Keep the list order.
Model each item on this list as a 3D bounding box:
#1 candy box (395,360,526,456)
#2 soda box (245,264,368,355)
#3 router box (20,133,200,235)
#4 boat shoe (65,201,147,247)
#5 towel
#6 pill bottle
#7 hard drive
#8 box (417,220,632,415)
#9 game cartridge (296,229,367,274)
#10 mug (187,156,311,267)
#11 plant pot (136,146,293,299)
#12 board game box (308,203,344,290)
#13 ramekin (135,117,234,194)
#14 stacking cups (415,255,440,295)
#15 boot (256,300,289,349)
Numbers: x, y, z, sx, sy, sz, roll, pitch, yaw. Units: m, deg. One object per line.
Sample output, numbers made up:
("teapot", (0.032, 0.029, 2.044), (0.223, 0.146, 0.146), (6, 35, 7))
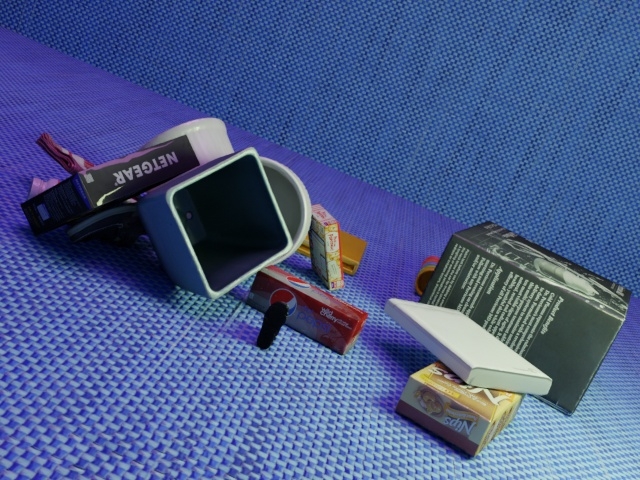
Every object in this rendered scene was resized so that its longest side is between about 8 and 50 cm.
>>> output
("candy box", (0.306, 0.333, 1.664), (0.183, 0.088, 0.316), (27, 14, 24))
("soda box", (-0.031, 0.153, 1.792), (0.263, 0.092, 0.083), (26, 14, 14))
("router box", (-0.453, -0.122, 1.716), (0.243, 0.081, 0.309), (-18, 9, 40))
("boat shoe", (-0.449, -0.031, 1.813), (0.285, 0.103, 0.092), (-22, 90, -55))
("towel", (-0.541, -0.149, 1.999), (0.237, 0.037, 0.329), (35, 0, 44))
("pill bottle", (-0.593, -0.093, 1.833), (0.160, 0.087, 0.087), (15, 16, -25))
("hard drive", (0.326, 0.235, 1.799), (0.233, 0.047, 0.353), (13, 14, -29))
("box", (0.565, 0.186, 2.183), (0.471, 0.297, 0.480), (30, 16, 18))
("game cartridge", (0.000, 0.000, 2.475), (0.285, 0.053, 0.324), (24, 12, 3))
("mug", (-0.206, -0.075, 2.047), (0.374, 0.276, 0.328), (2, 3, 4))
("plant pot", (-0.261, -0.040, 1.739), (0.247, 0.248, 0.252), (-33, 21, -35))
("board game box", (0.011, 0.017, 2.142), (0.045, 0.194, 0.147), (-14, 28, -17))
("ramekin", (-0.351, -0.195, 2.092), (0.135, 0.277, 0.277), (62, 24, 8))
("stacking cups", (0.352, 0.105, 2.543), (0.096, 0.096, 0.316), (23, 13, 2))
("boot", (-0.092, 0.161, 1.632), (0.045, 0.121, 0.099), (26, 21, 2))
